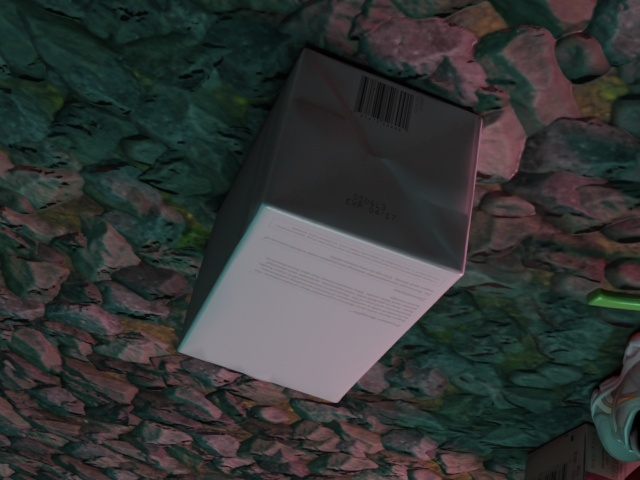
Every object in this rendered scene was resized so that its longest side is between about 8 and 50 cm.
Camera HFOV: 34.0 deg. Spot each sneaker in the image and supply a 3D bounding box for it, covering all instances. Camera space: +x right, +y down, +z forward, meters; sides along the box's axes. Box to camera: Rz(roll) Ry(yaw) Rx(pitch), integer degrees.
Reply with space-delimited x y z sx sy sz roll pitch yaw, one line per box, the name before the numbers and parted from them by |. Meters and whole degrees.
sneaker | 0.367 0.212 1.201 0.099 0.121 0.262 8 146 9

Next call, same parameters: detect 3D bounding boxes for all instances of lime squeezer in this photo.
lime squeezer | 0.426 0.103 1.065 0.310 0.059 0.110 27 121 -22

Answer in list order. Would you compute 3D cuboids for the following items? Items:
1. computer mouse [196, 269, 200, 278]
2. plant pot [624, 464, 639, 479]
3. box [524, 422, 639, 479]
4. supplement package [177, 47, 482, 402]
computer mouse | -0.047 0.052 1.186 0.193 0.042 0.106 22 150 -22
plant pot | 0.518 0.337 1.157 0.267 0.267 0.236 13 135 -2
box | 0.405 0.358 1.395 0.232 0.127 0.148 22 145 -13
supplement package | 0.000 0.000 0.971 0.177 0.175 0.293 20 145 -12
